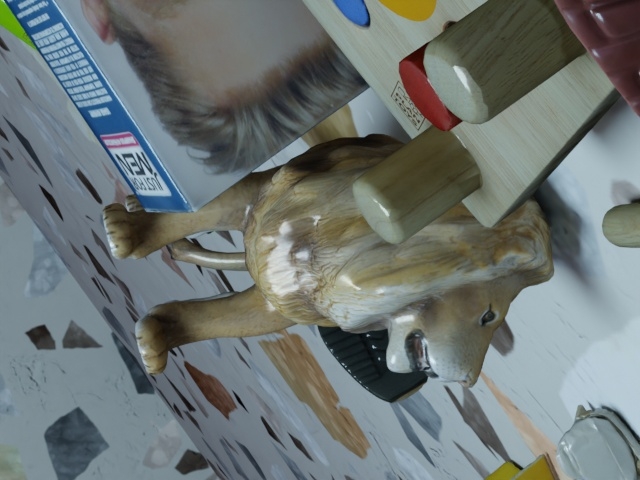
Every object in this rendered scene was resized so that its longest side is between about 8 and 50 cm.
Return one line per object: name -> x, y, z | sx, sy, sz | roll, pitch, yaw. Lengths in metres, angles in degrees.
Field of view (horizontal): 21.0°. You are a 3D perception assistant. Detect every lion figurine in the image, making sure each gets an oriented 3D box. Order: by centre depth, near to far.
lion figurine -> 0.000, 0.000, 1.089 | 0.392, 0.240, 0.142 | -114, 10, -80

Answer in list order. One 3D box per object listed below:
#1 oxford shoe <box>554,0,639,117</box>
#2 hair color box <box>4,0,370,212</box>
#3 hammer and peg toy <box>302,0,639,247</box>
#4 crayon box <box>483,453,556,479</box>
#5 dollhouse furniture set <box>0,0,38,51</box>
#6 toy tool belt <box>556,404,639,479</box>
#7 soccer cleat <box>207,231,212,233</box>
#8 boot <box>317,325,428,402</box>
oxford shoe -> 0.183, -0.036, 0.552 | 0.348, 0.123, 0.130 | 57, -149, -31
hair color box -> -0.107, -0.203, 0.905 | 0.347, 0.174, 0.105 | 57, 164, -14
hammer and peg toy -> 0.058, -0.092, 0.730 | 0.361, 0.127, 0.266 | 52, 166, 6
crayon box -> 0.127, 0.318, 1.325 | 0.083, 0.203, 0.323 | 34, 155, 54
dollhouse furniture set -> -0.148, -0.262, 1.126 | 0.197, 0.151, 0.301 | 36, 152, -14
toy tool belt -> 0.182, 0.143, 1.074 | 0.083, 0.052, 0.051 | 57, -163, -3
soccer cleat -> -0.129, -0.066, 1.541 | 0.179, 0.060, 0.072 | 43, 161, 47
boot -> 0.028, 0.053, 1.313 | 0.198, 0.077, 0.137 | 61, 175, 28
